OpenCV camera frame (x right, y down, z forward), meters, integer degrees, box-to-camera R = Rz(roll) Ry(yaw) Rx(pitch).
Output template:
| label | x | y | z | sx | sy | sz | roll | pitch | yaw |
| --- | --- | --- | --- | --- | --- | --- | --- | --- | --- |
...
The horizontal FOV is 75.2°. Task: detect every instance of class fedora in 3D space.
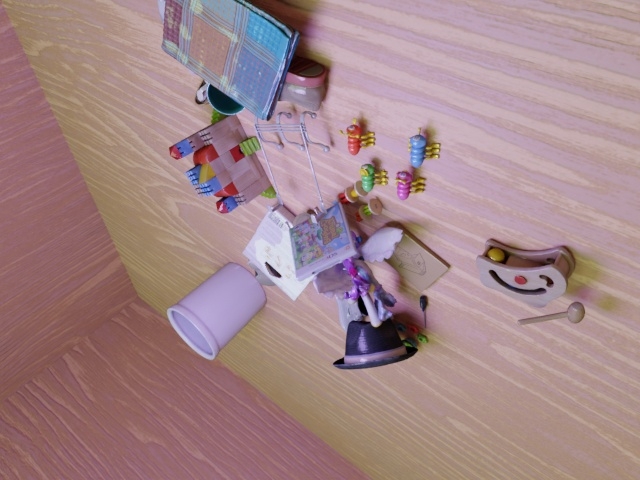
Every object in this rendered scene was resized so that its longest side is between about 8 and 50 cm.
| label | x | y | z | sx | sy | sz | roll | pitch | yaw |
| --- | --- | --- | --- | --- | --- | --- | --- | --- | --- |
| fedora | 0.179 | 0.347 | 1.458 | 0.334 | 0.333 | 0.153 | -25 | 73 | 53 |

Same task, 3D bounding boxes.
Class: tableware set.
| label | x | y | z | sx | sy | sz | roll | pitch | yaw |
| --- | --- | --- | --- | --- | --- | --- | --- | --- | --- |
| tableware set | -0.032 | -0.008 | 1.494 | 0.039 | 0.128 | 0.194 | -75 | -40 | -83 |

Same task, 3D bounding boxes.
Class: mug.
| label | x | y | z | sx | sy | sz | roll | pitch | yaw |
| --- | --- | --- | --- | --- | --- | --- | --- | --- | --- |
| mug | -0.279 | -0.483 | 1.285 | 0.129 | 0.098 | 0.158 | 12 | 132 | -16 |

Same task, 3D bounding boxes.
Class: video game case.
| label | x | y | z | sx | sy | sz | roll | pitch | yaw |
| --- | --- | --- | --- | --- | --- | --- | --- | --- | --- |
| video game case | 0.000 | 0.000 | 1.242 | 0.193 | 0.213 | 0.023 | -27 | 133 | 14 |

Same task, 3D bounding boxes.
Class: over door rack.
| label | x | y | z | sx | sy | sz | roll | pitch | yaw |
| --- | --- | --- | --- | --- | --- | --- | --- | --- | --- |
| over door rack | -0.082 | -0.237 | 1.301 | 0.239 | 0.108 | 0.325 | 15 | 120 | 44 |

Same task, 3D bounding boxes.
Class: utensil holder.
| label | x | y | z | sx | sy | sz | roll | pitch | yaw |
| --- | --- | --- | --- | --- | --- | --- | --- | --- | --- |
| utensil holder | -0.512 | 0.341 | 2.092 | 0.327 | 0.385 | 0.328 | 26 | 140 | 24 |

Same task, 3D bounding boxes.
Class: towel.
| label | x | y | z | sx | sy | sz | roll | pitch | yaw |
| --- | --- | --- | --- | --- | --- | --- | --- | --- | --- |
| towel | -0.250 | -0.507 | 1.073 | 0.370 | 0.040 | 0.272 | 34 | 138 | 2 |

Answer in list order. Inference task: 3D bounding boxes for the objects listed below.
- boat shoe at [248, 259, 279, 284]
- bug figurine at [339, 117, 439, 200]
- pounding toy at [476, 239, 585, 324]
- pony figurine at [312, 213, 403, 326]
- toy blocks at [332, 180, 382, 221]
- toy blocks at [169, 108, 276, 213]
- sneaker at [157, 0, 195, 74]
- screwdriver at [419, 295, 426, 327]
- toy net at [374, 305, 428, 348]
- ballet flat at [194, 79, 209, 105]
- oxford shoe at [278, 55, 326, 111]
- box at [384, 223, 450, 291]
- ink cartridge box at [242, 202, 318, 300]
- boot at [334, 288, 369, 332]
| label | x | y | z | sx | sy | sz | roll | pitch | yaw |
| --- | --- | --- | --- | --- | --- | --- | --- | --- | --- |
| boat shoe | -0.242 | 0.114 | 1.840 | 0.112 | 0.096 | 0.335 | 5 | 156 | 6 |
| bug figurine | 0.176 | -0.214 | 1.121 | 0.278 | 0.072 | 0.217 | 18 | 136 | 33 |
| pounding toy | 0.510 | 0.103 | 1.014 | 0.269 | 0.155 | 0.154 | 24 | 143 | 28 |
| pony figurine | 0.109 | 0.093 | 1.314 | 0.364 | 0.302 | 0.351 | 60 | 169 | -26 |
| toy blocks | 0.108 | -0.108 | 1.307 | 0.123 | 0.054 | 0.148 | 52 | 144 | -7 |
| toy blocks | -0.347 | -0.250 | 1.457 | 0.190 | 0.261 | 0.382 | 0 | 124 | 45 |
| sneaker | -0.336 | -0.662 | 1.149 | 0.210 | 0.137 | 0.365 | 52 | 137 | 2 |
| screwdriver | 0.354 | 0.252 | 1.435 | 0.025 | 0.024 | 0.170 | -1 | 131 | 10 |
| toy net | 0.284 | 0.326 | 1.556 | 0.232 | 0.045 | 0.122 | 42 | 145 | 7 |
| ballet flat | -0.358 | -0.516 | 1.372 | 0.080 | 0.073 | 0.232 | 50 | 144 | -6 |
| oxford shoe | -0.144 | -0.458 | 1.170 | 0.348 | 0.123 | 0.130 | 30 | 144 | 22 |
| box | 0.286 | 0.059 | 1.317 | 0.201 | 0.021 | 0.164 | 41 | 144 | 8 |
| ink cartridge box | -0.129 | 0.046 | 1.611 | 0.296 | 0.066 | 0.261 | 42 | 121 | 7 |
| boot | 0.139 | 0.285 | 1.618 | 0.123 | 0.095 | 0.259 | 14 | 133 | 46 |
